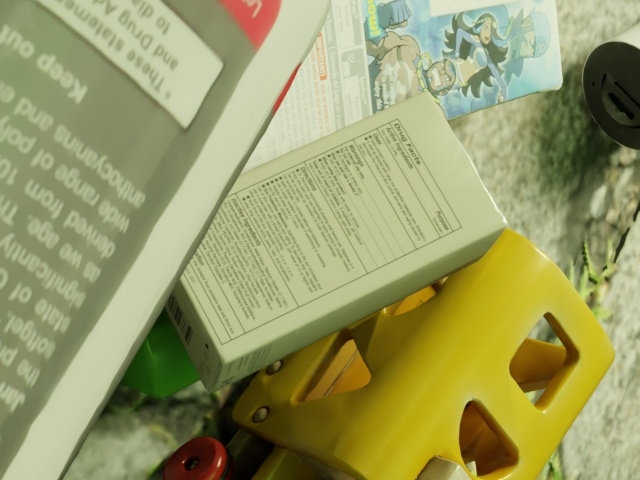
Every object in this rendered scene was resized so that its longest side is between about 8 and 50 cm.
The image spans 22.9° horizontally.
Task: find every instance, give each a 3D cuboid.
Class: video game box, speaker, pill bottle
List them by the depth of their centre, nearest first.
[{"bbox_3d":[-0.143,0.019,0.414,0.176,0.176,0.319,40,72,-36],"label":"pill bottle"},{"bbox_3d":[0.005,-0.138,0.590,0.187,0.048,0.205,-18,109,-34],"label":"video game box"},{"bbox_3d":[0.185,-0.091,0.738,0.136,0.055,0.055,-29,114,-31],"label":"speaker"}]

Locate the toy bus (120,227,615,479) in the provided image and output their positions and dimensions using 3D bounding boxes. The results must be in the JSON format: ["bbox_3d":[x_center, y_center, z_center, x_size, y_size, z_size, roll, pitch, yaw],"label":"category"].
[{"bbox_3d":[0.026,0.085,0.607,0.191,0.104,0.202,-6,101,-38],"label":"toy bus"}]

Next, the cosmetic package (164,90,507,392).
[{"bbox_3d":[0.000,0.000,0.551,0.115,0.041,0.060,-24,76,-18],"label":"cosmetic package"}]
